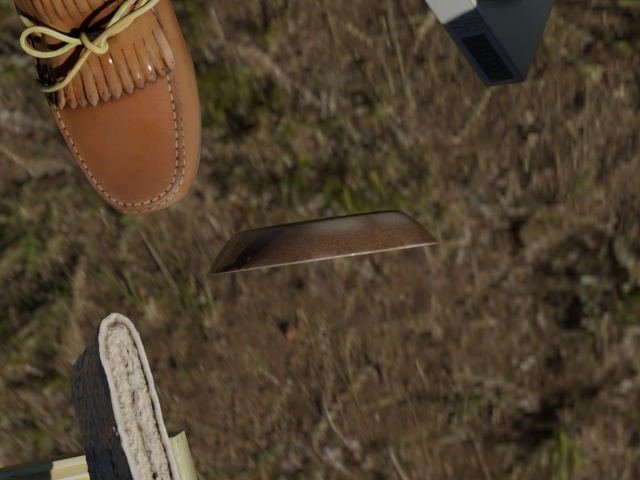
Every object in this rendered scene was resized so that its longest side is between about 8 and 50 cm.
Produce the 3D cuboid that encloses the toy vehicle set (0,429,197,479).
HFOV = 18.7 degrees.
[{"bbox_3d":[-0.244,0.297,1.940,0.267,0.035,0.166,-12,93,12],"label":"toy vehicle set"}]

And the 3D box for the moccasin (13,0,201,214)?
[{"bbox_3d":[-0.188,-0.206,1.586,0.139,0.147,0.380,-8,97,9],"label":"moccasin"}]

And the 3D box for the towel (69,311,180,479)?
[{"bbox_3d":[-0.162,0.218,1.675,0.049,0.187,0.282,-12,77,-20],"label":"towel"}]

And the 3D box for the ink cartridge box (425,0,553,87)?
[{"bbox_3d":[0.166,-0.341,2.078,0.060,0.275,0.239,-7,47,38],"label":"ink cartridge box"}]

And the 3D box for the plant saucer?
[{"bbox_3d":[0.000,0.000,1.656,0.199,0.198,0.036,-8,90,5],"label":"plant saucer"}]
